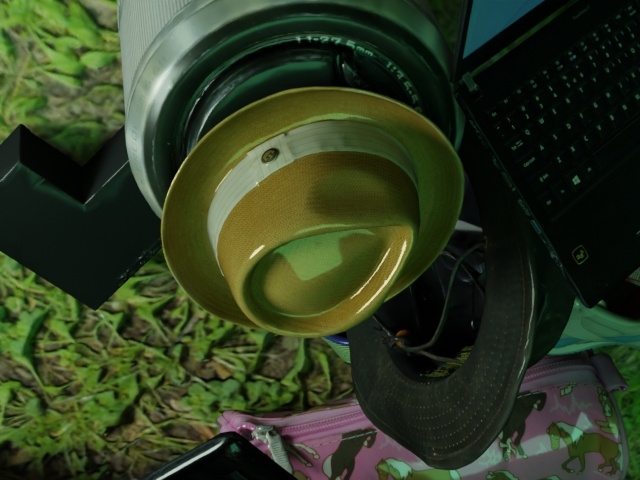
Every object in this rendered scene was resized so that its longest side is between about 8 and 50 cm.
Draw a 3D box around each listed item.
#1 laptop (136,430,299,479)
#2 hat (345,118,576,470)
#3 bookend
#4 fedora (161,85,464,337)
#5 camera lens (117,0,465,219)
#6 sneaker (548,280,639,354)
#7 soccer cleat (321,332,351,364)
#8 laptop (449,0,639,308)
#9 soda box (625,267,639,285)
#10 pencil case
[{"bbox_3d":[-0.115,0.273,1.230,0.408,0.236,0.382,-31,127,22],"label":"laptop"},{"bbox_3d":[0.121,0.008,1.073,0.134,0.331,0.331,-5,128,-25],"label":"hat"},{"bbox_3d":[-0.194,-0.048,1.108,0.157,0.072,0.156,36,112,-30],"label":"bookend"},{"bbox_3d":[0.000,0.000,0.829,0.194,0.079,0.194,-6,127,-8],"label":"fedora"},{"bbox_3d":[-0.029,-0.130,0.950,0.219,0.274,0.219,-5,127,-7],"label":"camera lens"},{"bbox_3d":[0.238,0.050,1.205,0.229,0.087,0.092,-1,148,43],"label":"sneaker"},{"bbox_3d":[0.105,0.009,1.197,0.121,0.093,0.289,27,118,-25],"label":"soccer cleat"},{"bbox_3d":[0.210,-0.133,0.845,0.234,0.136,0.264,-36,99,-25],"label":"laptop"},{"bbox_3d":[0.271,-0.098,1.050,0.083,0.092,0.263,20,121,14],"label":"soda box"},{"bbox_3d":[0.099,0.199,1.301,0.386,0.167,0.160,-12,89,-2],"label":"pencil case"}]
